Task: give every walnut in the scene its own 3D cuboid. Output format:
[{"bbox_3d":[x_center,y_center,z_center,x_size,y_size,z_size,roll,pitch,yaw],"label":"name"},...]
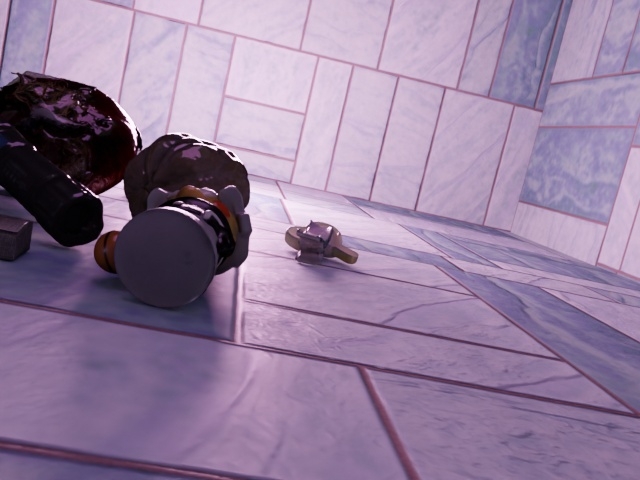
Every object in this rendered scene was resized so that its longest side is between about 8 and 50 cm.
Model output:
[{"bbox_3d":[-0.228,-0.085,1.158,0.224,0.224,0.224,13,8,-2],"label":"walnut"}]

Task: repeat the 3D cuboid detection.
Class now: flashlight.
[{"bbox_3d":[-0.475,-0.113,1.063,0.424,0.103,0.103,31,17,36],"label":"flashlight"}]

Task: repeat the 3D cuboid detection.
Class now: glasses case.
[{"bbox_3d":[-0.475,-0.021,0.830,0.205,0.047,0.071,12,9,-9],"label":"glasses case"}]

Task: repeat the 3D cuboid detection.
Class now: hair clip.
[{"bbox_3d":[0.002,0.002,1.344,0.159,0.071,0.218,16,14,4],"label":"hair clip"}]

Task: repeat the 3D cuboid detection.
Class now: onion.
[{"bbox_3d":[-0.527,-0.196,1.362,0.314,0.232,0.313,10,42,-9],"label":"onion"}]

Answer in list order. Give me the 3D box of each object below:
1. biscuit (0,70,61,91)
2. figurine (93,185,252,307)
[{"bbox_3d":[-0.659,-0.257,1.496,0.147,0.249,0.046,12,27,-10],"label":"biscuit"},{"bbox_3d":[-0.184,-0.001,0.868,0.176,0.132,0.236,1,13,4],"label":"figurine"}]
